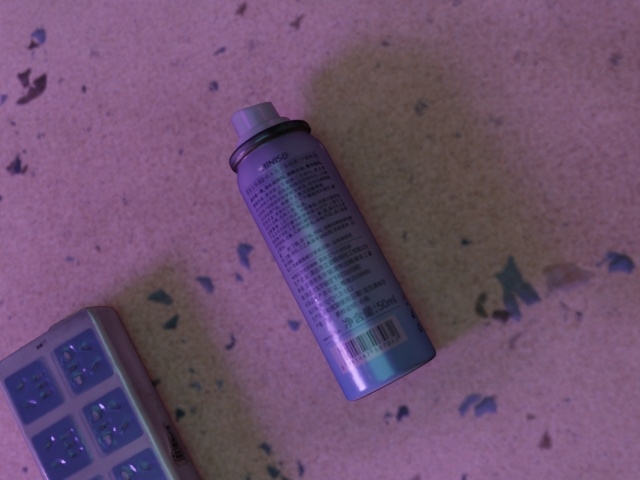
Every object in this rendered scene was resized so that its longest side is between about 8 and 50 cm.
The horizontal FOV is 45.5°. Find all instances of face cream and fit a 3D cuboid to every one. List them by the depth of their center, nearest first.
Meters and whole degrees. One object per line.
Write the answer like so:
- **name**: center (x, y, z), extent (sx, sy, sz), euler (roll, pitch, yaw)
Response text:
- **face cream**: center (0.000, 0.000, 0.565), extent (0.075, 0.075, 0.229), euler (-29, 81, 10)

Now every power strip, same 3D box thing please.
- **power strip**: center (-0.135, 0.225, 0.597), extent (0.106, 0.043, 0.367), euler (-32, 80, 10)
